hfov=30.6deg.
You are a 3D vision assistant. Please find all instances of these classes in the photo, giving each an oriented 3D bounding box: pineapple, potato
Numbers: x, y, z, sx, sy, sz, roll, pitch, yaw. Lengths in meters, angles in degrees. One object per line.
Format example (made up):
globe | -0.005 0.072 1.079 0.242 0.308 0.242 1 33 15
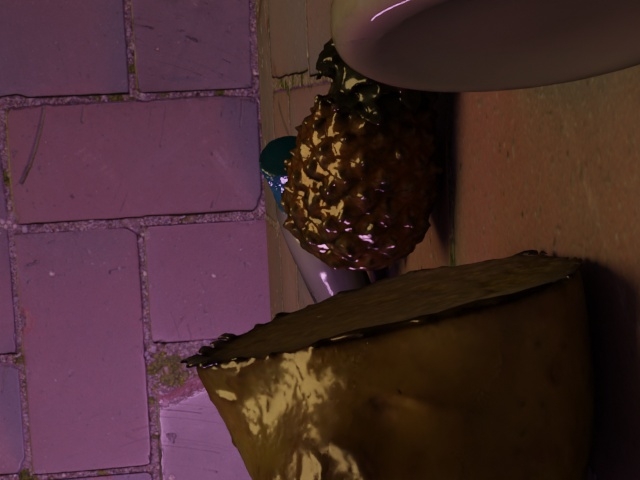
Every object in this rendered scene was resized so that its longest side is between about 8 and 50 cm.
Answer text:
pineapple | 0.055 -0.141 1.117 0.169 0.169 0.340 -104 19 -52
potato | 0.070 0.155 0.807 0.288 0.300 0.237 -21 -84 -56

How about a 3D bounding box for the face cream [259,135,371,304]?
face cream | 0.000 0.000 1.445 0.337 0.080 0.163 66 -179 -52

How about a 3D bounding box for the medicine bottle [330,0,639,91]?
medicine bottle | 0.090 -0.251 0.585 0.202 0.202 0.316 123 143 -77

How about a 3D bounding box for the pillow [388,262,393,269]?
pillow | 0.053 -0.083 1.421 0.270 0.067 0.173 -108 11 -61

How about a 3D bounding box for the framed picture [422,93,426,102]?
framed picture | 0.082 -0.308 1.298 0.339 0.014 0.255 -105 14 -56
